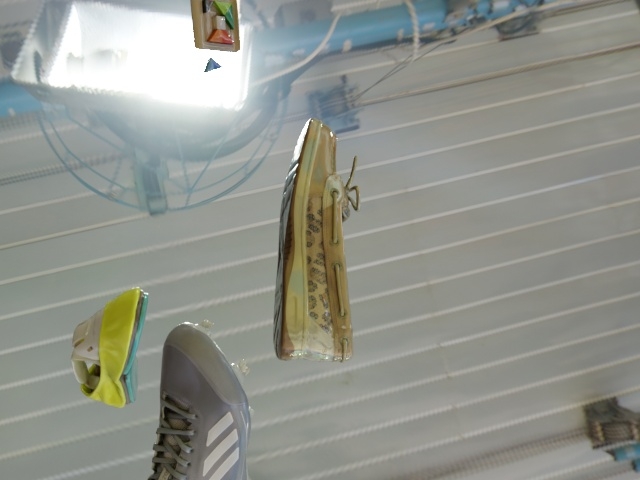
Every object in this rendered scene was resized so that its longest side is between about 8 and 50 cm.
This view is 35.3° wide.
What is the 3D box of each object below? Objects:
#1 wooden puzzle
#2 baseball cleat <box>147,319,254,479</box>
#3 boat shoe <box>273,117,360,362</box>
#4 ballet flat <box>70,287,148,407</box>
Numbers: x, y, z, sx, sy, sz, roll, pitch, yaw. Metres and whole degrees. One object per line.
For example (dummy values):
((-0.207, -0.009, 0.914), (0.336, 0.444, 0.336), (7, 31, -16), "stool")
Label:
((-0.123, -0.260, 1.194), (0.079, 0.014, 0.116), (-19, -76, -49), "wooden puzzle")
((-0.097, 0.161, 0.731), (0.109, 0.072, 0.205), (-37, -48, -36), "baseball cleat")
((0.000, 0.000, 1.163), (0.089, 0.104, 0.285), (7, -102, -8), "boat shoe")
((-0.238, 0.124, 1.119), (0.077, 0.231, 0.077), (10, -124, -7), "ballet flat")
